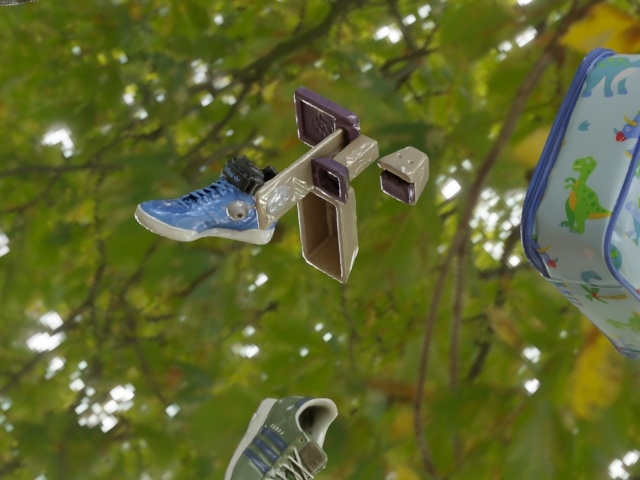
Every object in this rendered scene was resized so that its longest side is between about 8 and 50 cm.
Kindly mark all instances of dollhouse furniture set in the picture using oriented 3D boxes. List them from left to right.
[{"bbox_3d":[0.000,0.000,0.782,0.091,0.081,0.114,31,-34,30],"label":"dollhouse furniture set"}]

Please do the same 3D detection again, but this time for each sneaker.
[{"bbox_3d":[-0.100,-0.045,1.424,0.058,0.152,0.085,47,-57,48],"label":"sneaker"},{"bbox_3d":[-0.037,0.223,1.508,0.086,0.192,0.064,-11,-57,25],"label":"sneaker"}]

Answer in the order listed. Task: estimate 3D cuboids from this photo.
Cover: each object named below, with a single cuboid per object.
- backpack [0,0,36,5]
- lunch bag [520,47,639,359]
[{"bbox_3d":[-0.224,-0.246,0.769,0.213,0.276,0.263,-106,-161,-45],"label":"backpack"},{"bbox_3d":[0.234,-0.021,1.036,0.090,0.176,0.219,9,-19,42],"label":"lunch bag"}]
